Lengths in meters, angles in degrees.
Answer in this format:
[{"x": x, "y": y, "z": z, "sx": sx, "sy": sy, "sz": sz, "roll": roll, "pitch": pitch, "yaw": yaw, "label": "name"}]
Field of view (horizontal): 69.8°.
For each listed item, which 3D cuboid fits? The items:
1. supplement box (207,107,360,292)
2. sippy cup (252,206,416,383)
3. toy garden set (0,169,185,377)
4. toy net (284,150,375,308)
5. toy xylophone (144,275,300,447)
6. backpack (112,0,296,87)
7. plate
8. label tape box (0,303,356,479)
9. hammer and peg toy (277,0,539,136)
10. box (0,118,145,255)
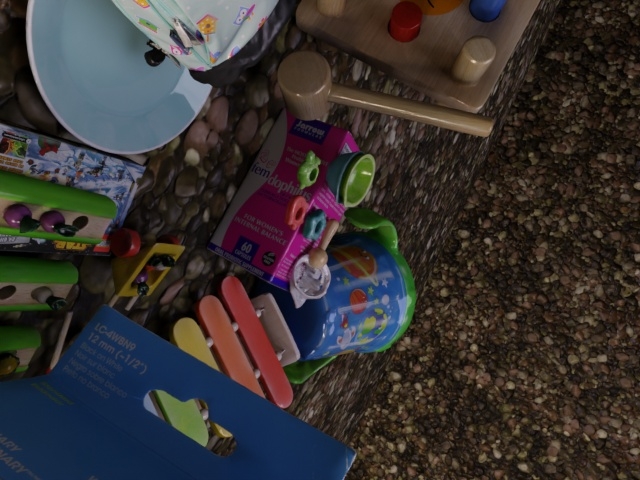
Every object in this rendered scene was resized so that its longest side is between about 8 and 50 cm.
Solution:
[{"x": -0.040, "y": -0.051, "z": 0.639, "sx": 0.220, "sy": 0.111, "sz": 0.114, "roll": -62, "pitch": 156, "yaw": -6, "label": "supplement box"}, {"x": 0.013, "y": 0.103, "z": 0.802, "sx": 0.224, "sy": 0.240, "sz": 0.305, "roll": -6, "pitch": 90, "yaw": -52, "label": "sippy cup"}, {"x": -0.231, "y": 0.076, "z": 0.390, "sx": 0.244, "sy": 0.049, "sz": 0.204, "roll": -57, "pitch": 158, "yaw": 7, "label": "toy garden set"}, {"x": 0.000, "y": 0.000, "z": 0.575, "sx": 0.122, "sy": 0.045, "sz": 0.232, "roll": -26, "pitch": 135, "yaw": -54, "label": "toy net"}, {"x": -0.142, "y": 0.202, "z": 0.594, "sx": 0.081, "sy": 0.236, "sz": 0.322, "roll": -25, "pitch": -171, "yaw": 34, "label": "toy xylophone"}, {"x": -0.089, "y": -0.206, "z": 0.305, "sx": 0.152, "sy": 0.115, "sz": 0.182, "roll": -60, "pitch": 154, "yaw": -3, "label": "backpack"}, {"x": -0.155, "y": -0.165, "z": 0.383, "sx": 0.188, "sy": 0.024, "sz": 0.188, "roll": -49, "pitch": 154, "yaw": -34, "label": "plate"}, {"x": -0.164, "y": 0.208, "z": 0.242, "sx": 0.348, "sy": 0.249, "sz": 0.115, "roll": -57, "pitch": 163, "yaw": -26, "label": "label tape box"}, {"x": 0.115, "y": -0.264, "z": 0.562, "sx": 0.361, "sy": 0.266, "sz": 0.127, "roll": -61, "pitch": 176, "yaw": -10, "label": "hammer and peg toy"}, {"x": -0.218, "y": -0.037, "z": 0.375, "sx": 0.094, "sy": 0.027, "sz": 0.137, "roll": -65, "pitch": 158, "yaw": 5, "label": "box"}]
